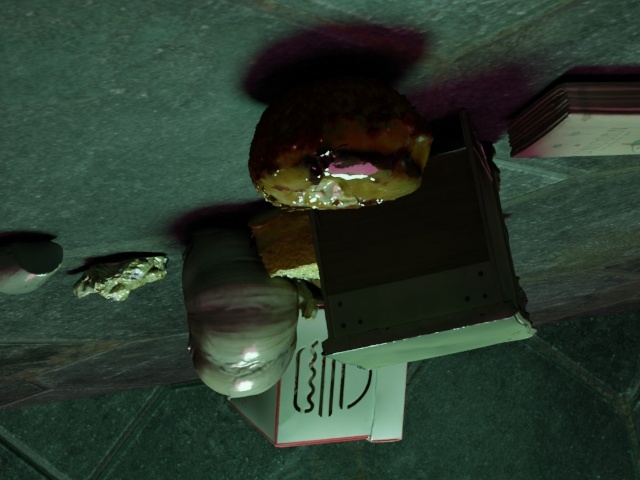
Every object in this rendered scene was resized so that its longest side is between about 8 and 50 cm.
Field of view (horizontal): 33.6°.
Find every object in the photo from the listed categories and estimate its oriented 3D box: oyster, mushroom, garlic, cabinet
[{"bbox_3d":[-0.388,0.080,2.041,0.191,0.081,0.163,-12,171,26],"label":"oyster"},{"bbox_3d":[-0.539,0.059,1.823,0.225,0.093,0.116,-26,180,35],"label":"mushroom"},{"bbox_3d":[-0.143,0.127,1.912,0.241,0.322,0.322,-19,164,19],"label":"garlic"},{"bbox_3d":[0.143,0.008,1.609,0.289,0.318,0.227,-14,164,16],"label":"cabinet"}]

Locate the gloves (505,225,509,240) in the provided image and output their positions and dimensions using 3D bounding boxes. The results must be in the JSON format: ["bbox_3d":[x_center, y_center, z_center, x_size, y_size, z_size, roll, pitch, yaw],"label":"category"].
[{"bbox_3d":[0.273,-0.001,2.154,0.229,0.097,0.119,1,131,-11],"label":"gloves"}]

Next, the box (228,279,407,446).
[{"bbox_3d":[-0.009,0.248,2.292,0.300,0.314,0.312,0,-170,-24],"label":"box"}]

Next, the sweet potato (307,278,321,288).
[{"bbox_3d":[0.010,0.046,2.115,0.109,0.109,0.385,-15,165,22],"label":"sweet potato"}]

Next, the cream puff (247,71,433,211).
[{"bbox_3d":[0.025,-0.123,1.336,0.240,0.164,0.240,5,169,1],"label":"cream puff"}]

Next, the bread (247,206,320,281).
[{"bbox_3d":[0.003,-0.004,1.863,0.134,0.129,0.260,-29,160,33],"label":"bread"}]

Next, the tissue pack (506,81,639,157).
[{"bbox_3d":[0.457,-0.180,1.573,0.325,0.071,0.170,-3,167,-20],"label":"tissue pack"}]
